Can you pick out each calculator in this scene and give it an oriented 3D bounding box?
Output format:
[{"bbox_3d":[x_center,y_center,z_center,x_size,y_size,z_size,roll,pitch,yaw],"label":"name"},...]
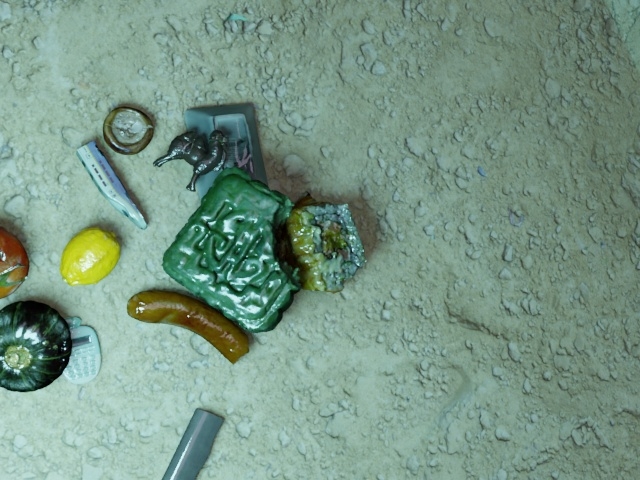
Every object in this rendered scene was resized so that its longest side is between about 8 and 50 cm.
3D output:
[{"bbox_3d":[-0.543,0.245,1.663,0.095,0.021,0.152,-13,87,-23],"label":"calculator"}]

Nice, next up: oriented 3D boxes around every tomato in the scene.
[{"bbox_3d":[-0.704,0.047,1.564,0.168,0.167,0.167,4,80,-21],"label":"tomato"}]

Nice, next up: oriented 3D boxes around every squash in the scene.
[{"bbox_3d":[-0.618,0.221,1.563,0.193,0.155,0.193,-6,124,-9],"label":"squash"}]

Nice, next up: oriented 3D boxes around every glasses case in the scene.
[{"bbox_3d":[-0.294,0.486,1.715,0.072,0.042,0.190,32,71,-22],"label":"glasses case"}]

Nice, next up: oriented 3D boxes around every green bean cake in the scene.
[{"bbox_3d":[-0.167,0.023,1.715,0.300,0.169,0.307,33,83,5],"label":"green bean cake"}]

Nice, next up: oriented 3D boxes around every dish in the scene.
[{"bbox_3d":[-0.223,-0.225,1.841,0.182,0.080,0.243,-9,86,-23],"label":"dish"}]

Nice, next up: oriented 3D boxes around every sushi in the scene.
[{"bbox_3d":[0.000,0.000,1.859,0.184,0.139,0.274,-16,87,-25],"label":"sushi"}]

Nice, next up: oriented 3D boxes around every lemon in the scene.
[{"bbox_3d":[-0.515,0.038,1.661,0.114,0.114,0.155,41,74,-11],"label":"lemon"}]

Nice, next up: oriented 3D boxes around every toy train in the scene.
[{"bbox_3d":[-0.484,-0.118,1.733,0.051,0.052,0.233,-33,95,-20],"label":"toy train"}]

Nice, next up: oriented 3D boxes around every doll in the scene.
[{"bbox_3d":[-0.298,-0.204,1.775,0.139,0.057,0.165,39,91,5],"label":"doll"}]

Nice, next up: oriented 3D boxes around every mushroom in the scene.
[{"bbox_3d":[-0.457,-0.260,1.766,0.123,0.052,0.123,8,71,-23],"label":"mushroom"}]

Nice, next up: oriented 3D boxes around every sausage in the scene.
[{"bbox_3d":[-0.301,0.188,1.740,0.302,0.076,0.102,28,71,-16],"label":"sausage"}]
